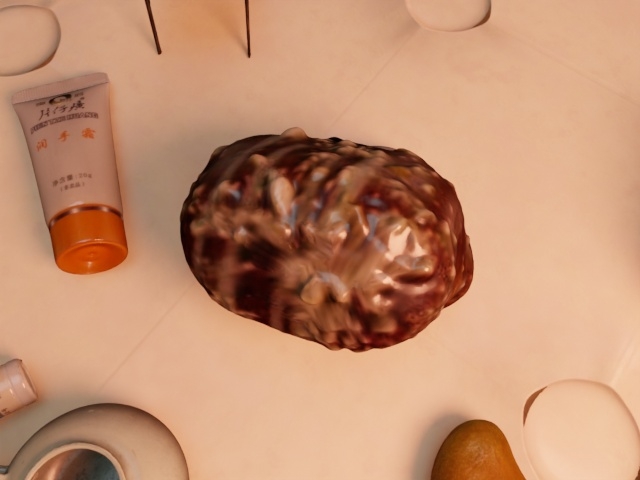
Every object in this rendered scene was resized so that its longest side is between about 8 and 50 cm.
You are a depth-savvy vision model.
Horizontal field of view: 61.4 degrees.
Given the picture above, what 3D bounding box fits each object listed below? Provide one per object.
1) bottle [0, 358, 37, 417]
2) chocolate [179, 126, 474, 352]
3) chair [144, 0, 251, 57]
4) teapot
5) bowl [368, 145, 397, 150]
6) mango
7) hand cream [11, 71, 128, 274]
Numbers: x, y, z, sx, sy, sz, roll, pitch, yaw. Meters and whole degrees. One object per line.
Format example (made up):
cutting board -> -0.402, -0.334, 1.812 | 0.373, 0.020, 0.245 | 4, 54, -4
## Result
bottle -> -0.435, 0.204, 0.593 | 0.217, 0.060, 0.060 | -24, 70, -24
chocolate -> 0.000, 0.000, 0.583 | 0.341, 0.210, 0.225 | 15, 104, 12
chair -> -0.176, -0.388, 0.758 | 0.159, 0.246, 0.172 | 3, 67, -1
teapot -> -0.237, 0.267, 0.557 | 0.295, 0.129, 0.192 | 9, 67, 2
bowl -> 0.077, -0.063, 0.721 | 0.189, 0.086, 0.188 | 0, 67, -1
mango -> 0.183, 0.309, 0.571 | 0.137, 0.099, 0.227 | -11, 61, -1
hand cream -> -0.328, -0.107, 0.736 | 0.140, 0.089, 0.314 | -20, 62, -12
